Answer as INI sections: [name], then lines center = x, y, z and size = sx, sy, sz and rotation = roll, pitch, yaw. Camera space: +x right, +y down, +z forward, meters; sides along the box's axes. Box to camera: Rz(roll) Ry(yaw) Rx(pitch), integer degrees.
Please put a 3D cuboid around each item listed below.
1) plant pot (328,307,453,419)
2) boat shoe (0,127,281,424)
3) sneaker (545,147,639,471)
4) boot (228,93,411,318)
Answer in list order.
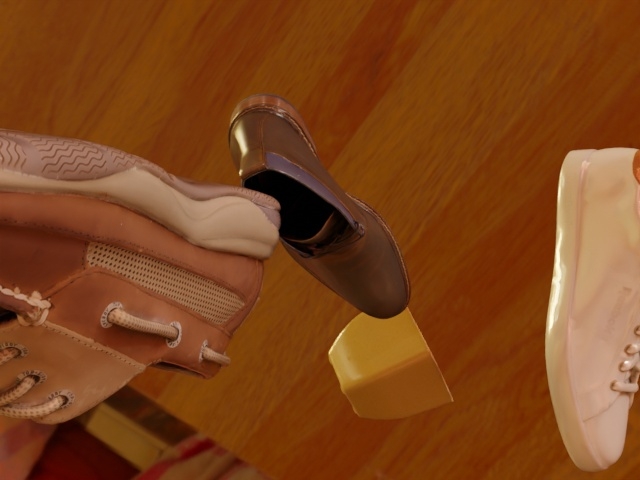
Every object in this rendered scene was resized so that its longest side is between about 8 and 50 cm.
[plant pot]
center = 0.056, 0.110, 0.854
size = 0.083, 0.081, 0.081
rotation = -26, 134, 1
[boat shoe]
center = -0.114, 0.019, 0.396
size = 0.123, 0.324, 0.116
rotation = 9, 89, 28
[sneaker]
center = 0.269, 0.059, 0.845
size = 0.123, 0.106, 0.290
rotation = -1, 83, 34
[boot]
center = 0.000, 0.000, 0.729
size = 0.082, 0.106, 0.219
rotation = -32, 114, 15
